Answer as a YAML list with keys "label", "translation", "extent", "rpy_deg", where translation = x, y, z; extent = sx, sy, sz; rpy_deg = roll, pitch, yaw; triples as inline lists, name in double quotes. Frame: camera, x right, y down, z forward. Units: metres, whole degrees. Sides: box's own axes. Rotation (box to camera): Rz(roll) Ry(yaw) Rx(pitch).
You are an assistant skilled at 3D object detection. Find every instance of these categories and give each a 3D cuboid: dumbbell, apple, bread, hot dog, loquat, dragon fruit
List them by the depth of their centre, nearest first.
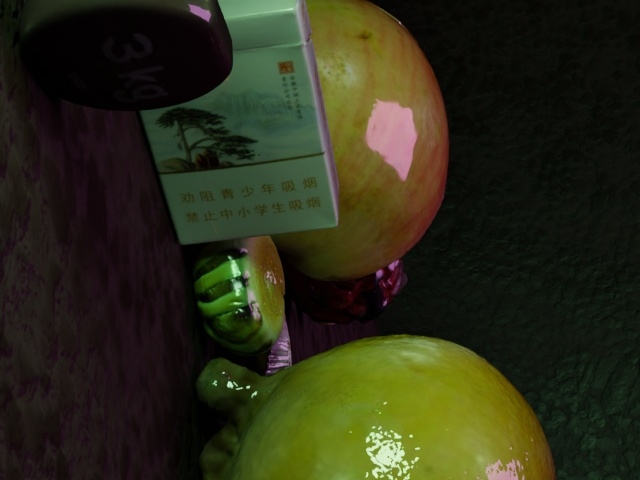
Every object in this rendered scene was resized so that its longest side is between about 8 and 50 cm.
- label: "dumbbell"
  translation: [-0.125, -0.206, 0.905]
  extent: [0.140, 0.124, 0.225]
  rpy_deg: [71, 14, -67]
- label: "loquat"
  translation: [0.035, 0.227, 1.251]
  extent: [0.328, 0.359, 0.328]
  rpy_deg: [-53, 176, -5]
- label: "bread"
  translation: [-0.078, 0.043, 1.310]
  extent: [0.130, 0.071, 0.139]
  rpy_deg: [56, 24, -63]
- label: "hot dog"
  translation: [-0.066, 0.075, 1.425]
  extent: [0.108, 0.059, 0.191]
  rpy_deg: [103, -18, -49]
- label: "apple"
  translation: [0.017, -0.126, 1.710]
  extent: [0.314, 0.252, 0.309]
  rpy_deg: [37, 37, -33]
- label: "dragon fruit"
  translation: [0.028, 0.031, 1.879]
  extent: [0.188, 0.182, 0.182]
  rpy_deg: [-32, 117, -63]

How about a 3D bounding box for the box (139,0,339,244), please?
- label: "box"
  translation: [-0.072, -0.106, 1.177]
  extent: [0.067, 0.149, 0.233]
  rpy_deg: [-94, 174, -48]

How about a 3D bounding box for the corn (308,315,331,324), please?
- label: "corn"
  translation: [0.000, 0.000, 2.039]
  extent: [0.081, 0.081, 0.249]
  rpy_deg: [36, 48, -82]
